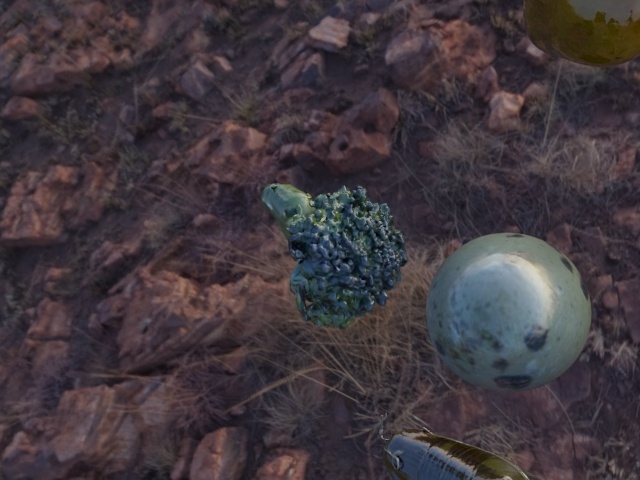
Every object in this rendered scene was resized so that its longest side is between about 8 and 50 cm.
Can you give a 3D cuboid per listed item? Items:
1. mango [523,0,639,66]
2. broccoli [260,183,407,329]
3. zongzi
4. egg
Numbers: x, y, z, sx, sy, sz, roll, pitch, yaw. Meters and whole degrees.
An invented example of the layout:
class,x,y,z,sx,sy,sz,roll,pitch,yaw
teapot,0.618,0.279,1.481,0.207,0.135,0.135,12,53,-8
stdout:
class,x,y,z,sx,sy,sz,roll,pitch,yaw
mango,0.340,-0.316,0.782,0.139,0.176,0.254,-3,23,-10
broccoli,0.006,0.019,0.870,0.177,0.199,0.274,-20,16,-21
zongzi,0.234,0.368,0.944,0.247,0.241,0.111,12,78,50
egg,0.400,0.158,1.336,0.344,0.428,0.345,4,100,22
